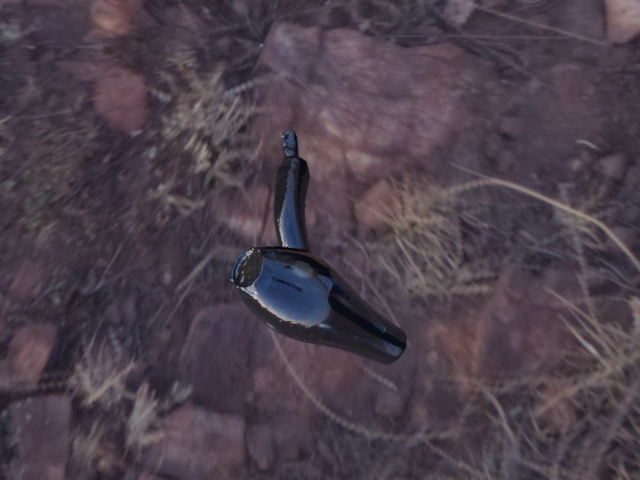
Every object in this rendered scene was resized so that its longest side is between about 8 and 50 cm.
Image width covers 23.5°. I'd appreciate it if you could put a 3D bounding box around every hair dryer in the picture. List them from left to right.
[{"bbox_3d":[0.000,0.000,0.552,0.031,0.079,0.083,-22,55,34],"label":"hair dryer"}]
